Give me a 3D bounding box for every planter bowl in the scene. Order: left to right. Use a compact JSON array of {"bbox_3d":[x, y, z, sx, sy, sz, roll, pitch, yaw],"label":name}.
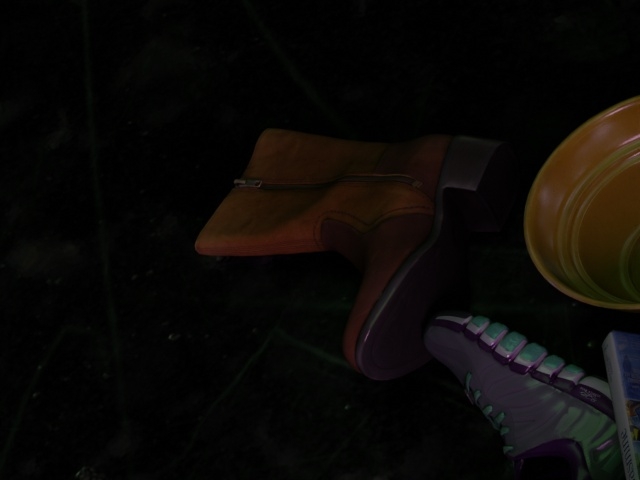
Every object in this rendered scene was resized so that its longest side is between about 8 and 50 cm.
[{"bbox_3d":[0.275,-0.010,1.497,0.217,0.090,0.217,-16,46,18],"label":"planter bowl"}]

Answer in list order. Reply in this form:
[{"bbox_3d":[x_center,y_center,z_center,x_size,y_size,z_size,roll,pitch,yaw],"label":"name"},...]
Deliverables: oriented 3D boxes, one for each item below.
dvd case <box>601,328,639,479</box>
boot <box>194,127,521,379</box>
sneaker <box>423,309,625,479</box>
[{"bbox_3d":[0.292,0.175,1.294,0.180,0.022,0.253,10,46,-15],"label":"dvd case"},{"bbox_3d":[0.000,0.000,1.652,0.280,0.096,0.264,5,56,35],"label":"boot"},{"bbox_3d":[0.147,0.129,1.463,0.224,0.083,0.098,24,73,42],"label":"sneaker"}]
